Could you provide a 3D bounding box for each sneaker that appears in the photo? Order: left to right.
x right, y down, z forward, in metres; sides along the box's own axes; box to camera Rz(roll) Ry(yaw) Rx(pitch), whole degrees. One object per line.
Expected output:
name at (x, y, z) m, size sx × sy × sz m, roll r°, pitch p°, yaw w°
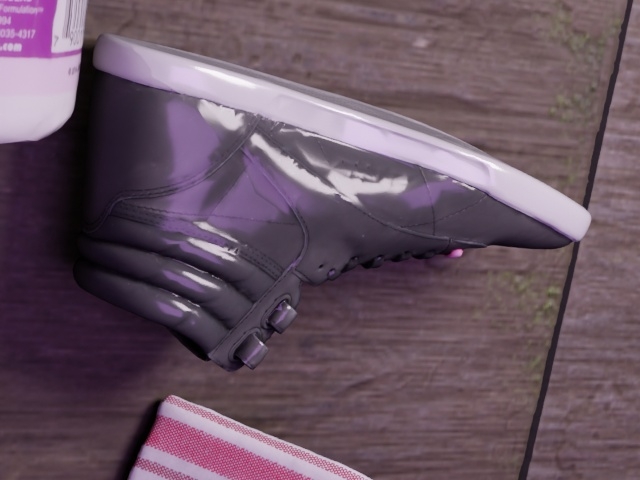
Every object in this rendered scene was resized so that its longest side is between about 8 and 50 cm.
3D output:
sneaker at (0.000, 0.000, 0.970) m, size 0.295 × 0.104 × 0.147 m, roll 14°, pitch 98°, yaw -28°

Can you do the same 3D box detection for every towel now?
towel at (-0.054, 0.195, 0.981) m, size 0.197 × 0.144 × 0.029 m, roll -68°, pitch 165°, yaw 2°

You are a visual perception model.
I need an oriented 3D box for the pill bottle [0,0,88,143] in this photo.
pill bottle at (-0.168, -0.200, 0.760) m, size 0.169 × 0.169 × 0.301 m, roll 1°, pitch 103°, yaw -32°
